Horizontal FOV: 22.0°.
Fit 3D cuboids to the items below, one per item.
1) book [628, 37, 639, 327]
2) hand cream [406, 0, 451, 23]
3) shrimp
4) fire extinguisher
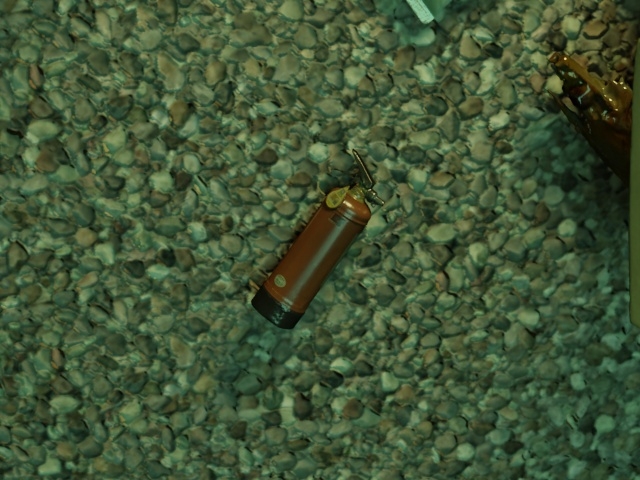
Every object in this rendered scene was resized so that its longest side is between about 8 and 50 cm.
[{"bbox_3d":[0.437,-0.069,1.455,0.371,0.043,0.260,-8,107,-22],"label":"book"},{"bbox_3d":[0.152,-0.278,1.449,0.205,0.050,0.078,-35,114,11],"label":"hand cream"},{"bbox_3d":[0.333,-0.107,1.545,0.287,0.063,0.152,39,99,-26],"label":"shrimp"},{"bbox_3d":[0.000,0.000,1.547,0.062,0.050,0.177,39,104,17],"label":"fire extinguisher"}]
